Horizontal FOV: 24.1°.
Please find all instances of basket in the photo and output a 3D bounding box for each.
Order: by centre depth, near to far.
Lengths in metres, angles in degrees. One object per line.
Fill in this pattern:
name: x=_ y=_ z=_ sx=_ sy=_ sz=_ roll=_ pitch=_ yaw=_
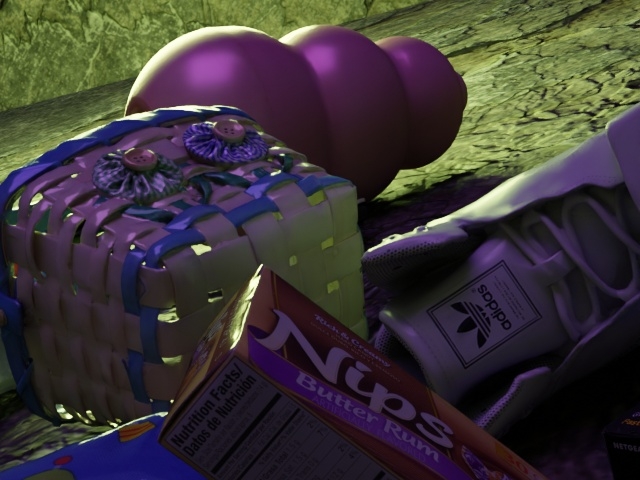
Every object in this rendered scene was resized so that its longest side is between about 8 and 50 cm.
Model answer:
basket: x=-0.122 y=0.010 z=1.032 sx=0.289 sy=0.201 sz=0.255 roll=10 pitch=25 yaw=43

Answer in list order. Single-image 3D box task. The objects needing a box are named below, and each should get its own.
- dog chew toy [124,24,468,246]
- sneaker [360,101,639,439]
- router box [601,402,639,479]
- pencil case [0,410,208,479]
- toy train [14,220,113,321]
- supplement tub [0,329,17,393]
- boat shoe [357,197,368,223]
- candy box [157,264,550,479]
dog chew toy: x=-0.011 y=-0.112 z=1.410 sx=0.332 sy=0.206 sz=0.206 roll=-14 pitch=12 yaw=-24
sneaker: x=0.155 y=0.006 z=0.780 sx=0.210 sy=0.137 sz=0.366 roll=-28 pitch=-5 yaw=-25
router box: x=0.239 y=0.086 z=0.675 sx=0.133 sy=0.046 sz=0.179 roll=-26 pitch=18 yaw=-37
pencil case: x=-0.145 y=0.166 z=0.636 sx=0.306 sy=0.119 sz=0.133 roll=-19 pitch=34 yaw=-15
toy train: x=-0.296 y=0.057 z=1.288 sx=0.248 sy=0.105 sz=0.143 roll=-12 pitch=29 yaw=20
supplement tub: x=-0.300 y=0.035 z=1.135 sx=0.117 sy=0.190 sz=0.117 roll=-22 pitch=6 yaw=2
boat shoe: x=-0.001 y=0.001 z=1.273 sx=0.049 sy=0.042 sz=0.133 roll=-31 pitch=1 yaw=44
candy box: x=0.030 y=0.096 z=0.600 sx=0.053 sy=0.187 sz=0.109 roll=-49 pitch=7 yaw=15
